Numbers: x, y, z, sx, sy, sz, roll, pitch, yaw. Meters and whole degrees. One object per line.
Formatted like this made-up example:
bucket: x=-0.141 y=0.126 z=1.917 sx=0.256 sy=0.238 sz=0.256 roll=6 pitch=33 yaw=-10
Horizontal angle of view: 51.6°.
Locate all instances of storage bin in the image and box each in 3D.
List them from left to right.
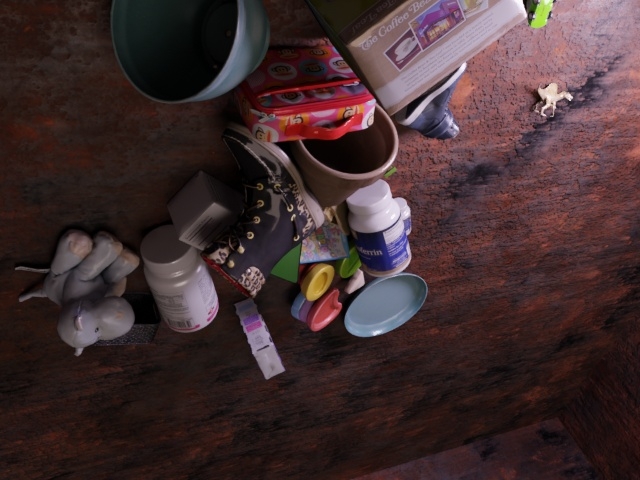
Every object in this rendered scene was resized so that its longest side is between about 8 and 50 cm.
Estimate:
storage bin: x=-0.537 y=0.211 z=1.790 sx=0.180 sy=0.122 sz=0.084 roll=4 pitch=130 yaw=-33

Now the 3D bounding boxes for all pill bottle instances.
pill bottle: x=-0.371 y=0.101 z=1.741 sx=0.160 sy=0.160 sz=0.283 roll=-19 pitch=140 yaw=-12
pill bottle: x=0.163 y=-0.035 z=1.895 sx=0.153 sy=0.153 sz=0.265 roll=-24 pitch=127 yaw=-6
pill bottle: x=0.237 y=-0.071 z=1.986 sx=0.067 sy=0.067 sz=0.120 roll=-22 pitch=140 yaw=-8

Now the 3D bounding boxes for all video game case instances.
video game case: x=0.000 y=0.000 z=1.896 sx=0.166 sy=0.119 sz=0.015 roll=-6 pitch=172 yaw=-25

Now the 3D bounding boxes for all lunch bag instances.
lunch bag: x=-0.030 y=-0.308 z=1.429 sx=0.293 sy=0.258 sz=0.120 roll=-13 pitch=140 yaw=-20

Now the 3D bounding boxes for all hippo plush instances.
hippo plush: x=-0.569 y=0.127 z=1.593 sx=0.294 sy=0.237 sz=0.234 roll=-7 pitch=136 yaw=-24

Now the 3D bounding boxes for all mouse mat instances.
mouse mat: x=-0.125 y=0.035 z=1.853 sx=0.007 sy=0.152 sz=0.190 roll=-57 pitch=163 yaw=-44

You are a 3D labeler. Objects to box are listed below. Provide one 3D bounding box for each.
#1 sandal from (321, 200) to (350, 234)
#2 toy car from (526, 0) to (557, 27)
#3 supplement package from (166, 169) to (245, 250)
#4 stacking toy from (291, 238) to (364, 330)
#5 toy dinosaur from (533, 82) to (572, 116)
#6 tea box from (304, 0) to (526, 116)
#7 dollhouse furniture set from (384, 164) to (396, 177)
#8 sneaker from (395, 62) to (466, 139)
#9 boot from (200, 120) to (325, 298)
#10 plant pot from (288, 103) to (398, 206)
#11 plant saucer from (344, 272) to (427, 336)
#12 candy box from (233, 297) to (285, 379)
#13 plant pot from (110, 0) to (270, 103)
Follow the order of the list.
sandal: x=0.016 y=-0.100 z=1.838 sx=0.079 sy=0.088 sz=0.240 roll=-2 pitch=146 yaw=20
toy car: x=0.543 y=-0.625 z=1.589 sx=0.238 sy=0.053 sz=0.225 roll=-12 pitch=138 yaw=-19
supplement package: x=-0.243 y=-0.046 z=1.677 sx=0.134 sy=0.139 sz=0.244 roll=-43 pitch=137 yaw=16
stacking toy: x=0.009 y=0.109 z=2.055 sx=0.279 sy=0.130 sz=0.309 roll=-41 pitch=150 yaw=-28
toy dinosaur: x=0.647 y=-0.407 z=1.895 sx=0.183 sy=0.053 sz=0.093 roll=0 pitch=117 yaw=-40
tea box: x=0.160 y=-0.487 z=1.300 sx=0.329 sy=0.324 sz=0.220 roll=-35 pitch=140 yaw=8
dollhouse furniture set: x=0.142 y=-0.230 z=1.769 sx=0.076 sy=0.059 sz=0.151 roll=-37 pitch=140 yaw=10
sneaker: x=0.325 y=-0.358 z=1.706 sx=0.163 sy=0.086 sz=0.226 roll=24 pitch=128 yaw=-32
boot: x=-0.166 y=-0.060 z=1.527 sx=0.284 sy=0.138 sz=0.377 roll=-52 pitch=139 yaw=-14
plant pot: x=0.033 y=-0.198 z=1.617 sx=0.262 sy=0.263 sz=0.229 roll=-10 pitch=154 yaw=-21
plant saucer: x=0.221 y=0.217 z=2.302 sx=0.317 sy=0.044 sz=0.318 roll=-16 pitch=138 yaw=-15
candy box: x=-0.188 y=0.298 z=2.027 sx=0.070 sy=0.196 sz=0.165 roll=-24 pitch=141 yaw=-7
plant pot: x=-0.216 y=-0.399 z=1.241 sx=0.293 sy=0.293 sz=0.196 roll=-50 pitch=162 yaw=24
